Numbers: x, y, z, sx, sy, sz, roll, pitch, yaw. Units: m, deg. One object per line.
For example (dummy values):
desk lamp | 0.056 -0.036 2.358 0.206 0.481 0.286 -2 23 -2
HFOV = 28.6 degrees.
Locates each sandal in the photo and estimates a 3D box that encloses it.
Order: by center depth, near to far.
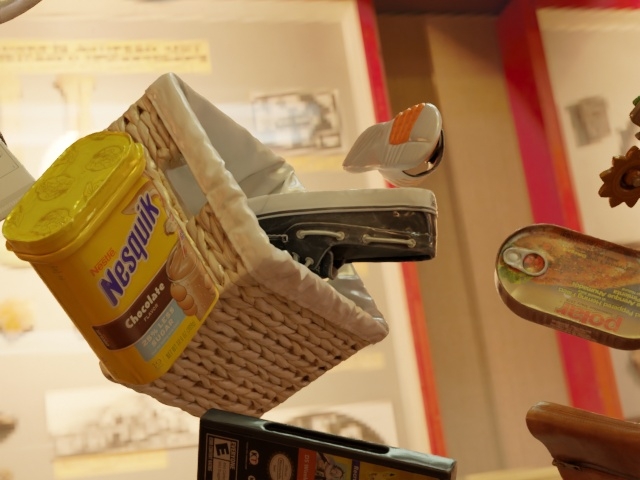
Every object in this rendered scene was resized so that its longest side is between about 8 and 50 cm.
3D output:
sandal | 0.115 -0.119 1.699 0.076 0.102 0.265 34 -11 -17

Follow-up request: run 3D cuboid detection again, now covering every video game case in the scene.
video game case | -0.003 0.313 1.204 0.248 0.275 0.035 9 18 18

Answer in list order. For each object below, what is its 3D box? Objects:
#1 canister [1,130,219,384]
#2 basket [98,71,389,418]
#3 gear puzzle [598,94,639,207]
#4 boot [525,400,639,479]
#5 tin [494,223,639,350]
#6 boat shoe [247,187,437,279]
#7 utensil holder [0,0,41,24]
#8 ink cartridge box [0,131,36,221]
canister | -0.160 0.017 0.998 0.073 0.126 0.170 5 -42 36
basket | -0.143 0.028 1.589 0.266 0.328 0.331 -38 -32 10
gear puzzle | 0.435 -0.168 1.409 0.175 0.044 0.339 22 -65 -33
boot | 0.344 0.260 1.139 0.280 0.096 0.264 -5 -49 48
tin | 0.269 0.048 1.276 0.189 0.106 0.040 19 -34 12
boat shoe | 0.000 0.000 1.596 0.301 0.102 0.108 -4 -17 8
utensil holder | -0.411 -0.384 1.045 0.385 0.328 0.327 24 -5 26
ink cartridge box | -0.480 -0.044 1.438 0.275 0.239 0.060 -34 -28 -17
